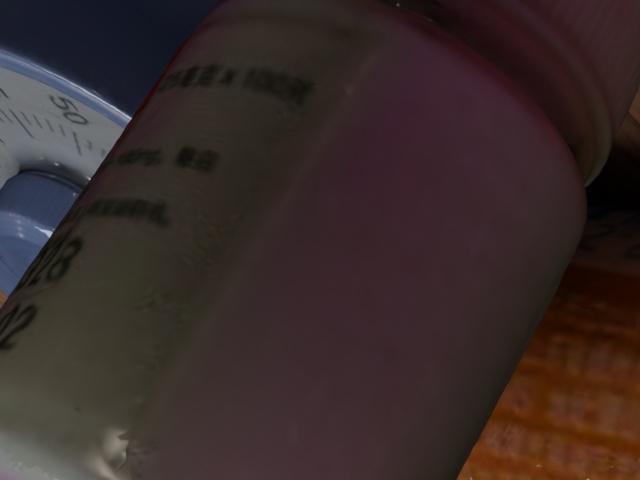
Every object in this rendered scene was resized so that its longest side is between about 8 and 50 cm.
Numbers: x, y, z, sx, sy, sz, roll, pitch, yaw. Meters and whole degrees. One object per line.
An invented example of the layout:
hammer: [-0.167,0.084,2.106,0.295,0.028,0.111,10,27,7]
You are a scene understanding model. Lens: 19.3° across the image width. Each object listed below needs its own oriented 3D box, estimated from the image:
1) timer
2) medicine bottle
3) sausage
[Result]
timer: [-0.120,-0.044,1.199,0.395,0.173,0.395,25,154,14]
medicine bottle: [0.000,0.000,0.889,0.219,0.388,0.219,25,156,12]
sausage: [0.193,0.097,1.050,0.287,0.233,0.233,10,148,35]
